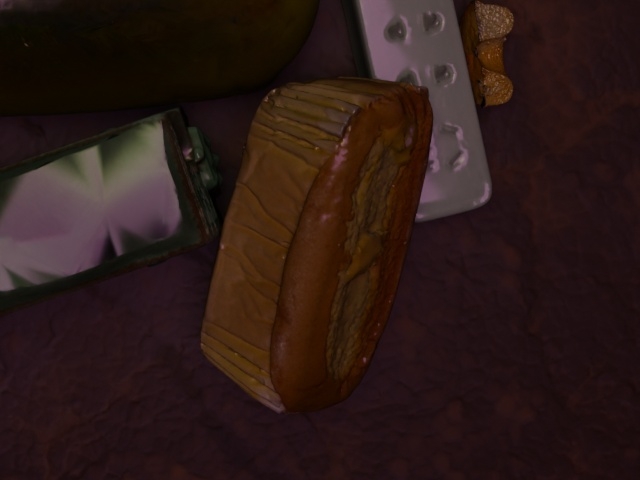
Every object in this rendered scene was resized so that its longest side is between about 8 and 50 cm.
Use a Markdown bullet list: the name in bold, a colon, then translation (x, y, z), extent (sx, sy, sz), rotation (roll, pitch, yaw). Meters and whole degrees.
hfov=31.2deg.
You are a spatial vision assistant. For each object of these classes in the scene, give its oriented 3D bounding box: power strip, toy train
- **power strip**: translation (0.068, -0.209, 1.000), extent (0.091, 0.062, 0.385), rotation (-14, 99, -6)
- **toy train**: translation (-0.237, -0.009, 0.952), extent (0.326, 0.159, 0.129), rotation (-18, 96, -1)

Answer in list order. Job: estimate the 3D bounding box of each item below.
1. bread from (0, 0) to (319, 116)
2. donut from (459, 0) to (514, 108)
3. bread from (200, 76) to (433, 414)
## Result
- **bread**: translation (-0.188, -0.226, 0.913), extent (0.376, 0.208, 0.251), rotation (-4, 102, -8)
- **donut**: translation (0.151, -0.163, 1.014), extent (0.038, 0.067, 0.083), rotation (-6, 62, -21)
- **bread**: translation (0.000, 0.000, 0.955), extent (0.119, 0.152, 0.288), rotation (25, 113, 25)
